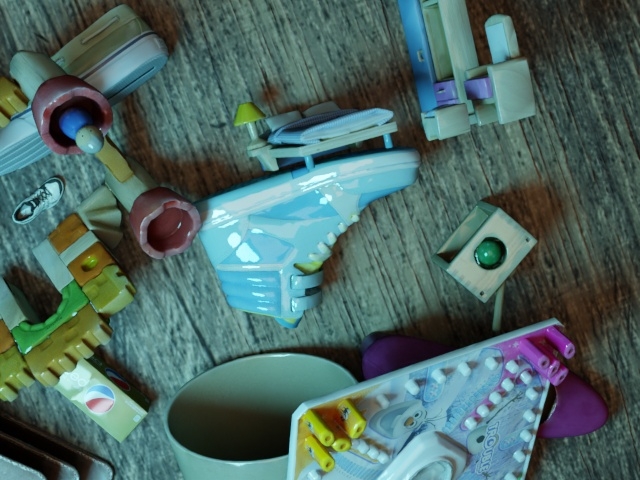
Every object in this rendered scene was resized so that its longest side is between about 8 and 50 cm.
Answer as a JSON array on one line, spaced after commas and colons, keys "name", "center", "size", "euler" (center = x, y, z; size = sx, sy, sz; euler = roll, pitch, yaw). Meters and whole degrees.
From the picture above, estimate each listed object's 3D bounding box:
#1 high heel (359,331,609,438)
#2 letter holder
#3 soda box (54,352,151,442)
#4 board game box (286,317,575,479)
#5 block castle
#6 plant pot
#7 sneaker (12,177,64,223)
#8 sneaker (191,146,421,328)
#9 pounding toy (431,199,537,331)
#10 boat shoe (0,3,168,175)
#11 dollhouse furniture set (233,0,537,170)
[{"name": "high heel", "center": [0.234, 0.215, 1.424], "size": [0.377, 0.181, 0.127], "euler": [12, 96, -6]}, {"name": "letter holder", "center": [-0.432, 0.416, 1.409], "size": [0.214, 0.152, 0.302], "euler": [28, 94, -10]}, {"name": "soda box", "center": [-0.319, 0.190, 1.433], "size": [0.181, 0.061, 0.058], "euler": [42, 93, -8]}, {"name": "board game box", "center": [0.135, 0.310, 1.339], "size": [0.390, 0.050, 0.390], "euler": [-15, 129, -26]}, {"name": "block castle", "center": [-0.389, 0.028, 1.252], "size": [0.453, 0.213, 0.303], "euler": [-41, 137, -6]}, {"name": "plant pot", "center": [-0.060, 0.332, 1.400], "size": [0.256, 0.256, 0.274], "euler": [-8, 113, -4]}, {"name": "sneaker", "center": [-0.379, -0.051, 1.410], "size": [0.083, 0.037, 0.032], "euler": [-44, 97, 0]}, {"name": "sneaker", "center": [0.000, 0.000, 1.409], "size": [0.319, 0.127, 0.208], "euler": [-16, 97, 7]}, {"name": "pounding toy", "center": [0.227, 0.031, 1.421], "size": [0.100, 0.141, 0.130], "euler": [40, 93, -9]}, {"name": "boat shoe", "center": [-0.342, -0.193, 1.374], "size": [0.302, 0.109, 0.094], "euler": [-36, 84, -9]}, {"name": "dollhouse furniture set", "center": [0.052, -0.210, 1.302], "size": [0.303, 0.286, 0.198], "euler": [-17, 98, -14]}]
